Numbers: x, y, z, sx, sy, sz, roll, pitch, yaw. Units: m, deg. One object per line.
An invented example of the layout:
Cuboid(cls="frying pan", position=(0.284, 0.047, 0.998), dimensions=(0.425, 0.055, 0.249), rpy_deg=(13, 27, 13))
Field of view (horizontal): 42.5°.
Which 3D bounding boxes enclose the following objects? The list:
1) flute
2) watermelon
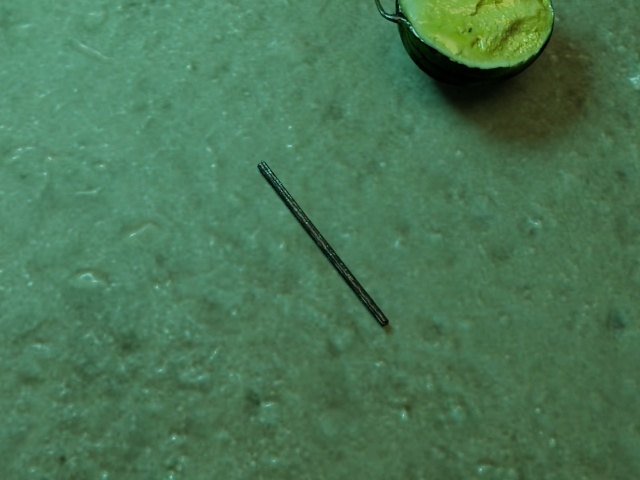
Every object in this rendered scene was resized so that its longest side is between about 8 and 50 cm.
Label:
Cuboid(cls="flute", position=(0.000, 0.000, 1.037), dimensions=(0.014, 0.014, 0.270), rpy_deg=(-34, 73, -16))
Cuboid(cls="watermelon", position=(0.192, -0.287, 1.106), dimensions=(0.232, 0.127, 0.204), rpy_deg=(-22, 71, -14))
